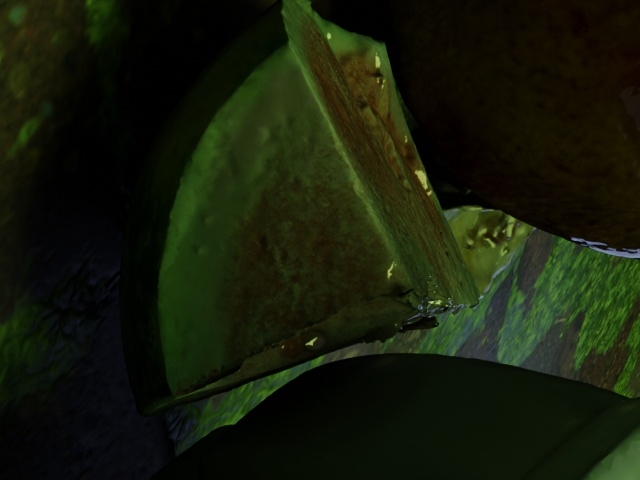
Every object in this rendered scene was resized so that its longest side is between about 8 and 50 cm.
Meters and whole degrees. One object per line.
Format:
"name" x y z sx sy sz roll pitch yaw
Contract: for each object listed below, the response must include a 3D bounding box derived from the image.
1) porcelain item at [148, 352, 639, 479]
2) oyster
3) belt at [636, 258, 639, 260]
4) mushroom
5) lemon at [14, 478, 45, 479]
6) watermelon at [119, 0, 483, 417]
"porcelain item" 0.057 0.175 0.699 0.178 0.405 0.243 -9 85 -32
"oyster" 0.138 -0.038 1.114 0.396 0.111 0.204 -31 159 -52
"belt" 0.314 -0.063 1.386 0.122 0.128 0.218 -61 158 -5
"mushroom" 0.200 -0.154 0.872 0.345 0.345 0.259 -61 -166 -4
"lemon" -0.146 0.232 0.626 0.288 0.233 0.233 -41 149 -45
"watermelon" 0.000 0.000 0.733 0.224 0.180 0.305 -65 166 5
